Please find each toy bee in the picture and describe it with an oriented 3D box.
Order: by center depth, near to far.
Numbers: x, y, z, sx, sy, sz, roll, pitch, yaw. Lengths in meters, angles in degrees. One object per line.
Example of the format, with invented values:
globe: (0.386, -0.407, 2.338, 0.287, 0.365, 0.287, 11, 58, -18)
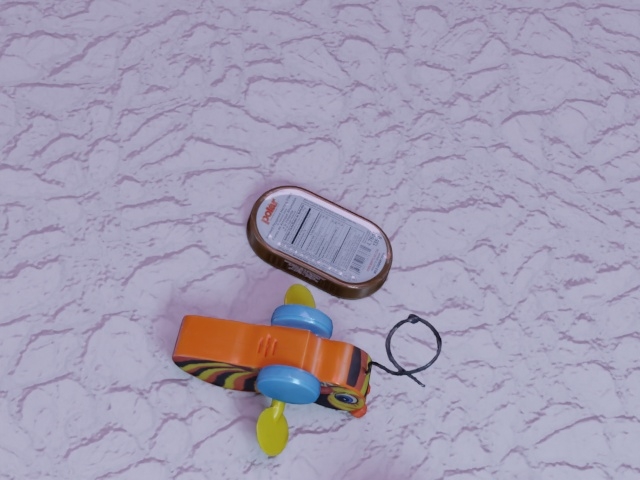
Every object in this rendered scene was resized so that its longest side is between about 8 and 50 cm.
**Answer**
toy bee: (-0.011, 0.158, 1.267, 0.298, 0.162, 0.195, 23, 68, 29)

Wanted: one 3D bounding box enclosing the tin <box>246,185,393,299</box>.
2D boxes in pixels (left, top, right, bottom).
tin: (0.000, 0.000, 1.393, 0.189, 0.040, 0.106, 25, 58, 3)
